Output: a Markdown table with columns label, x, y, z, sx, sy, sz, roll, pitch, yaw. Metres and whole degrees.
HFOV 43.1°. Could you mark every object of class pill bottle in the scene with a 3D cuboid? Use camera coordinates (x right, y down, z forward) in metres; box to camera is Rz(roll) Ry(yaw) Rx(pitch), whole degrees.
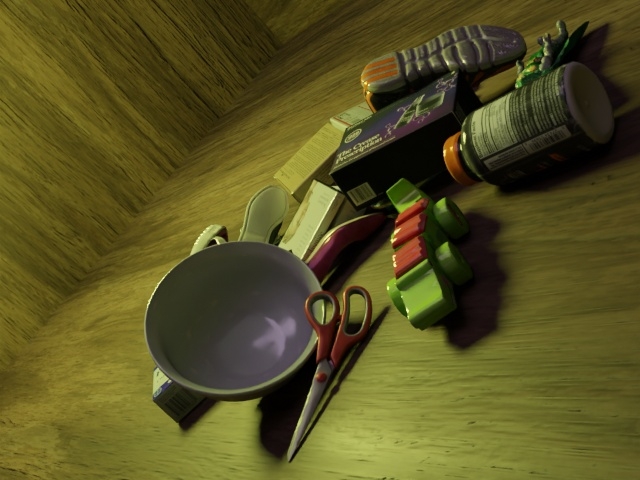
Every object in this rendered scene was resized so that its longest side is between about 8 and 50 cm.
| label | x | y | z | sx | sy | sz | roll | pitch | yaw |
| --- | --- | --- | --- | --- | --- | --- | --- | --- | --- |
| pill bottle | 0.306 | -0.163 | 1.235 | 0.246 | 0.130 | 0.130 | -24 | 28 | 45 |

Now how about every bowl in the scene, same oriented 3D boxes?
| label | x | y | z | sx | sy | sz | roll | pitch | yaw |
| --- | --- | --- | --- | --- | --- | --- | --- | --- | --- |
| bowl | -0.134 | 0.156 | 1.363 | 0.298 | 0.134 | 0.297 | -3 | 53 | 4 |

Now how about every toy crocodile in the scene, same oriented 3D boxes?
| label | x | y | z | sx | sy | sz | roll | pitch | yaw |
| --- | --- | --- | --- | --- | --- | --- | --- | --- | --- |
| toy crocodile | 0.152 | 0.012 | 1.220 | 0.115 | 0.105 | 0.340 | -35 | 22 | 24 |

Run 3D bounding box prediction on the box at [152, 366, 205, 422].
| label | x | y | z | sx | sy | sz | roll | pitch | yaw |
| --- | --- | --- | --- | --- | --- | --- | --- | --- | --- |
| box | -0.257 | 0.260 | 1.569 | 0.126 | 0.072 | 0.137 | -42 | 19 | 4 |

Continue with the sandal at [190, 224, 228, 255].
| label | x | y | z | sx | sy | sz | roll | pitch | yaw |
| --- | --- | --- | --- | --- | --- | --- | --- | --- | --- |
| sandal | -0.235 | 0.070 | 1.851 | 0.102 | 0.169 | 0.416 | 0 | 28 | 2 |

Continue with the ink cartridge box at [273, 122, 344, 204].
| label | x | y | z | sx | sy | sz | roll | pitch | yaw |
| --- | --- | --- | --- | --- | --- | --- | --- | --- | --- |
| ink cartridge box | 0.003 | -0.170 | 1.900 | 0.193 | 0.088 | 0.234 | -45 | 20 | 2 |

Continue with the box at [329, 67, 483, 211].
| label | x | y | z | sx | sy | sz | roll | pitch | yaw |
| --- | --- | --- | --- | --- | --- | --- | --- | --- | --- |
| box | 0.161 | -0.186 | 1.502 | 0.261 | 0.103 | 0.184 | -25 | 24 | 28 |

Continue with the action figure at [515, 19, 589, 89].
| label | x | y | z | sx | sy | sz | roll | pitch | yaw |
| --- | --- | --- | --- | --- | --- | --- | --- | --- | --- |
| action figure | 0.393 | -0.318 | 1.444 | 0.137 | 0.063 | 0.232 | -42 | 7 | 43 |

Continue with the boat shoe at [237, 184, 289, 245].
| label | x | y | z | sx | sy | sz | roll | pitch | yaw |
| --- | --- | --- | --- | --- | --- | --- | --- | --- | --- |
| boat shoe | -0.136 | -0.018 | 1.860 | 0.079 | 0.095 | 0.254 | 111 | 174 | -53 |

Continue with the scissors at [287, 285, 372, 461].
| label | x | y | z | sx | sy | sz | roll | pitch | yaw |
| --- | --- | --- | --- | --- | --- | --- | --- | --- | --- |
| scissors | 0.017 | 0.193 | 1.226 | 0.109 | 0.021 | 0.297 | 2 | 53 | 8 |

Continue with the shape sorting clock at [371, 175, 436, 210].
| label | x | y | z | sx | sy | sz | roll | pitch | yaw |
| --- | --- | --- | --- | --- | --- | --- | --- | --- | --- |
| shape sorting clock | 0.173 | -0.137 | 1.572 | 0.206 | 0.040 | 0.206 | -38 | 21 | 17 |

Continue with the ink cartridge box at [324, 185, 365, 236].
| label | x | y | z | sx | sy | sz | roll | pitch | yaw |
| --- | --- | --- | --- | --- | --- | --- | --- | --- | --- |
| ink cartridge box | 0.000 | 0.000 | 1.651 | 0.189 | 0.066 | 0.232 | 12 | 80 | 68 |

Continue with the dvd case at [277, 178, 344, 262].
| label | x | y | z | sx | sy | sz | roll | pitch | yaw |
| --- | --- | --- | --- | --- | --- | --- | --- | --- | --- |
| dvd case | -0.041 | 0.000 | 1.636 | 0.253 | 0.022 | 0.180 | -62 | 20 | 3 |

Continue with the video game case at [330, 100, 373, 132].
| label | x | y | z | sx | sy | sz | roll | pitch | yaw |
| --- | --- | --- | --- | --- | --- | --- | --- | --- | --- |
| video game case | 0.173 | -0.313 | 1.819 | 0.285 | 0.025 | 0.204 | -27 | 19 | -5 |

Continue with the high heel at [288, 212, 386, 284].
| label | x | y | z | sx | sy | sz | roll | pitch | yaw |
| --- | --- | --- | --- | --- | --- | --- | --- | --- | --- |
| high heel | 0.030 | 0.039 | 1.509 | 0.244 | 0.117 | 0.082 | -26 | -1 | -14 |

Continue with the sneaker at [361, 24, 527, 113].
| label | x | y | z | sx | sy | sz | roll | pitch | yaw |
| --- | --- | --- | --- | --- | --- | --- | --- | --- | --- |
| sneaker | 0.252 | -0.306 | 1.606 | 0.321 | 0.180 | 0.124 | -11 | 49 | 15 |
